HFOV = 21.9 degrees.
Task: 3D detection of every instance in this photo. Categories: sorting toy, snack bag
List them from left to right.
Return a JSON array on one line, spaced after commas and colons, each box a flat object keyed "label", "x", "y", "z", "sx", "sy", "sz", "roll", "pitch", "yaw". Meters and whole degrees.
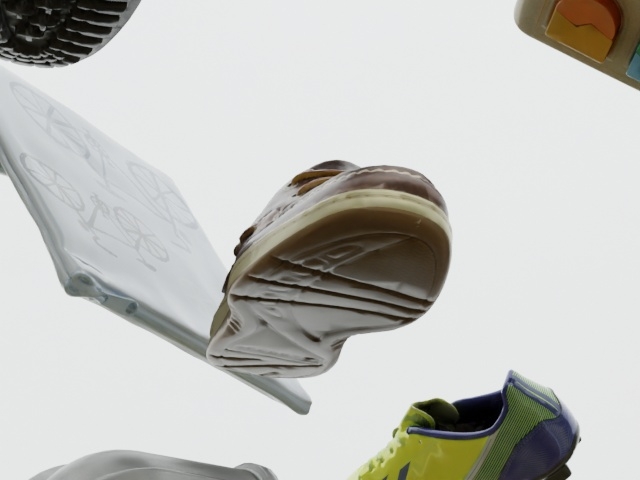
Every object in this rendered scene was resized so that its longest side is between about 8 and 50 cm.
[{"label": "snack bag", "x": -0.162, "y": -0.007, "z": 1.366, "sx": 0.037, "sy": 0.342, "sz": 0.323, "roll": -44, "pitch": -40, "yaw": 9}, {"label": "sorting toy", "x": 0.266, "y": -0.199, "z": 1.339, "sx": 0.208, "sy": 0.038, "sz": 0.193, "roll": 32, "pitch": -41, "yaw": 13}]

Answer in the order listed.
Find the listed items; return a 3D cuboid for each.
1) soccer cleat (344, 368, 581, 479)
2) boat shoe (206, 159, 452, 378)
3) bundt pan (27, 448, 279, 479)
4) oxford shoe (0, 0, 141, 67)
[{"label": "soccer cleat", "x": 0.096, "y": 0.189, "z": 1.460, "sx": 0.289, "sy": 0.093, "sz": 0.121, "roll": -28, "pitch": -65, "yaw": 37}, {"label": "boat shoe", "x": 0.000, "y": 0.000, "z": 1.108, "sx": 0.123, "sy": 0.123, "sz": 0.342, "roll": 11, "pitch": -20, "yaw": -10}, {"label": "bundt pan", "x": -0.130, "y": 0.254, "z": 0.843, "sx": 0.124, "sy": 0.330, "sz": 0.331, "roll": 23, "pitch": -56, "yaw": -24}, {"label": "oxford shoe", "x": -0.096, "y": -0.155, "z": 0.624, "sx": 0.083, "sy": 0.096, "sz": 0.227, "roll": 9, "pitch": -38, "yaw": -10}]
